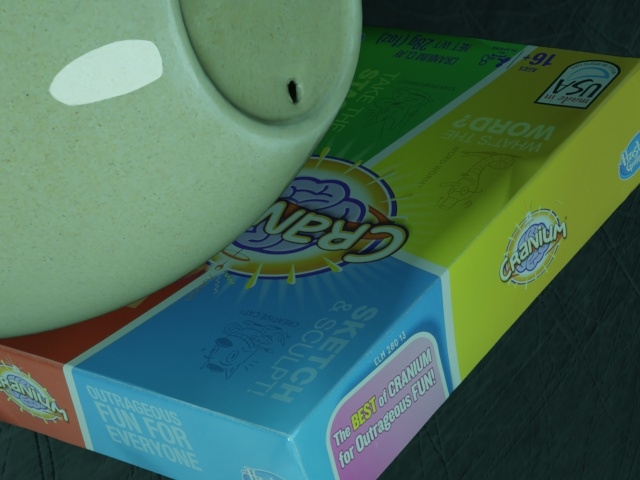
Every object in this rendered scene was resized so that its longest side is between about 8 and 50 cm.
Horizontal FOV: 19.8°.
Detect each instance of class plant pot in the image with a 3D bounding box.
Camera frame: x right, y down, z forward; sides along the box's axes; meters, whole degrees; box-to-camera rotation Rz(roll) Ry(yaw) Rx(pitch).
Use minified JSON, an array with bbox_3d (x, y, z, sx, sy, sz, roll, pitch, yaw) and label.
[{"bbox_3d":[-0.095,-0.100,0.822,0.284,0.191,0.284,8,79,-51],"label":"plant pot"}]

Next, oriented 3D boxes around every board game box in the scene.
[{"bbox_3d":[0.000,0.000,0.976,0.316,0.242,0.064,-45,130,-34],"label":"board game box"}]
